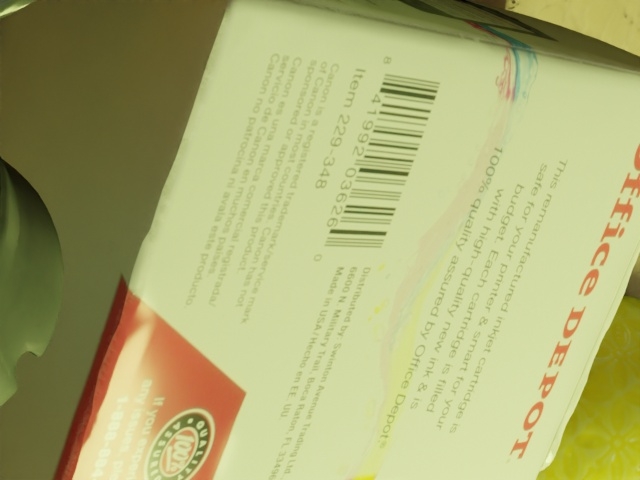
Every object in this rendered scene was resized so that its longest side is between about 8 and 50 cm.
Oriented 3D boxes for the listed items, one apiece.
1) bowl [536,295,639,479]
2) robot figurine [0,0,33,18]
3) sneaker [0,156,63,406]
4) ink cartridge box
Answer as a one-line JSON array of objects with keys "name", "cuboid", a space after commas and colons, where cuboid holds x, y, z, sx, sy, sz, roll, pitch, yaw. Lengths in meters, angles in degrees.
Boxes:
[{"name": "bowl", "cuboid": [0.196, 0.198, 0.921, 0.289, 0.156, 0.289, -27, 134, -32]}, {"name": "robot figurine", "cuboid": [-0.141, -0.145, 0.355, 0.291, 0.085, 0.211, -28, 138, -21]}, {"name": "sneaker", "cuboid": [-0.240, 0.034, 0.333, 0.341, 0.125, 0.139, -30, 144, -9]}, {"name": "ink cartridge box", "cuboid": [0.000, 0.000, 0.595, 0.306, 0.131, 0.226, 3, 114, -49]}]
